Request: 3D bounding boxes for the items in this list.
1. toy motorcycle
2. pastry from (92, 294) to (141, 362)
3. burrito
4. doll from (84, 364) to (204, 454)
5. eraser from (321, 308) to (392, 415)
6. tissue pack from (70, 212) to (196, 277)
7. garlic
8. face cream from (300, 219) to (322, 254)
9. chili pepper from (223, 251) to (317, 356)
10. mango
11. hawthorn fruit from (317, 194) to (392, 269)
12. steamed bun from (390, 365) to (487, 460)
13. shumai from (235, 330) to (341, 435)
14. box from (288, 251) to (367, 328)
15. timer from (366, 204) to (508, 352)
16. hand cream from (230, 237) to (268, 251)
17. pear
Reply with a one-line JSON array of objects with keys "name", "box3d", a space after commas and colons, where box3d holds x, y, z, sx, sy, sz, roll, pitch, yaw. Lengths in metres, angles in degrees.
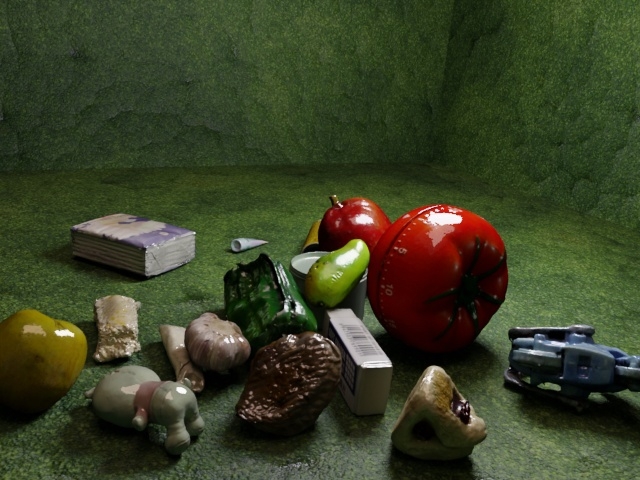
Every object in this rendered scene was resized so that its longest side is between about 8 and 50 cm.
[{"name": "toy motorcycle", "box3d": [0.598, 0.273, 1.379, 0.319, 0.182, 0.241, 8, 19, 14]}, {"name": "pastry", "box3d": [-0.507, 0.209, 1.461, 0.121, 0.089, 0.258, -13, 19, -13]}, {"name": "burrito", "box3d": [-0.322, 0.265, 1.370, 0.082, 0.059, 0.275, 12, 14, -25]}, {"name": "doll", "box3d": [-0.344, 0.306, 1.155, 0.275, 0.113, 0.155, 16, 24, 27]}, {"name": "eraser", "box3d": [0.075, 0.268, 1.356, 0.081, 0.124, 0.279, 0, 19, -16]}, {"name": "tissue pack", "box3d": [-0.620, 0.006, 1.961, 0.344, 0.125, 0.242, 14, 20, 25]}, {"name": "garlic", "box3d": [-0.234, 0.236, 1.329, 0.159, 0.102, 0.147, 27, 17, 24]}, {"name": "face cream", "box3d": [0.000, 0.000, 2.168, 0.105, 0.105, 0.348, 6, 19, 4]}, {"name": "chili pepper", "box3d": [-0.135, 0.173, 1.521, 0.167, 0.213, 0.385, 44, 1, -34]}, {"name": "mango", "box3d": [0.041, 0.082, 1.517, 0.125, 0.111, 0.233, 31, 57, 10]}, {"name": "hawthorn fruit", "box3d": [0.110, -0.008, 1.892, 0.265, 0.307, 0.265, -21, 11, 4]}, {"name": "steamed bun", "box3d": [0.235, 0.349, 1.138, 0.155, 0.172, 0.141, 28, 34, 11]}, {"name": "shumai", "box3d": [-0.058, 0.305, 1.245, 0.184, 0.218, 0.185, 21, -21, 13]}, {"name": "box", "box3d": [0.019, 0.138, 1.694, 0.226, 0.149, 0.226, 5, 18, -1]}, {"name": "timer", "box3d": [0.299, 0.095, 1.529, 0.378, 0.378, 0.279, -8, 19, -33]}, {"name": "hand cream", "box3d": [-0.265, 0.009, 2.184, 0.076, 0.047, 0.174, 11, 11, 21]}, {"name": "pear", "box3d": [-0.579, 0.241, 1.192, 0.200, 0.200, 0.200, 4, 18, -1]}]
